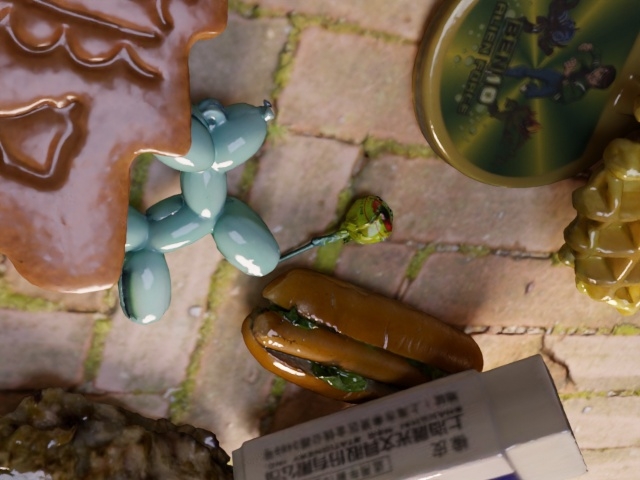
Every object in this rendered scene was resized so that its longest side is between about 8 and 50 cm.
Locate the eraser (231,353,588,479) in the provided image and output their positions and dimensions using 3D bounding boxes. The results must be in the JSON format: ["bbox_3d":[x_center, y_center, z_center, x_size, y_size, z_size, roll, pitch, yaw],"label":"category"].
[{"bbox_3d":[0.075,0.189,0.699,0.279,0.081,0.124,-20,143,12],"label":"eraser"}]

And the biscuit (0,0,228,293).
[{"bbox_3d":[-0.167,-0.126,0.453,0.284,0.043,0.306,43,93,-19],"label":"biscuit"}]

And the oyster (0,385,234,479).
[{"bbox_3d":[-0.144,0.249,0.664,0.396,0.111,0.204,42,79,-27],"label":"oyster"}]

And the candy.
[{"bbox_3d":[0.000,0.000,0.646,0.123,0.035,0.035,-23,138,5],"label":"candy"}]

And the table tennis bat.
[{"bbox_3d":[0.220,-0.124,0.646,0.321,0.050,0.198,8,120,-23],"label":"table tennis bat"}]

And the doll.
[{"bbox_3d":[-0.093,-0.031,0.566,0.159,0.059,0.158,-27,127,-2],"label":"doll"}]

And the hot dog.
[{"bbox_3d":[0.044,0.099,0.696,0.250,0.068,0.100,22,109,-32],"label":"hot dog"}]

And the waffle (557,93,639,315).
[{"bbox_3d":[0.339,-0.031,0.692,0.283,0.065,0.309,-32,139,19],"label":"waffle"}]
